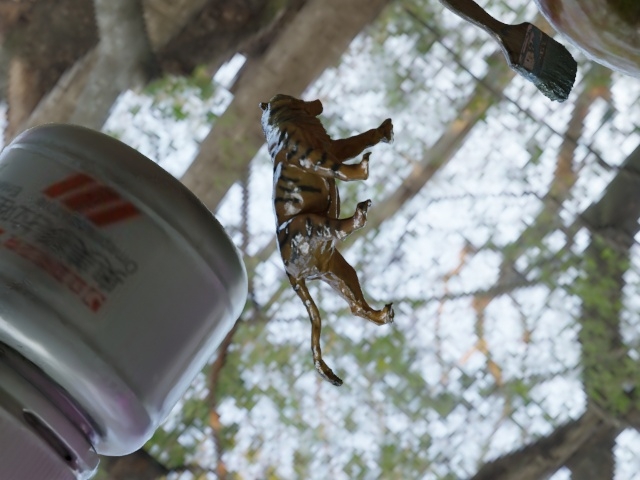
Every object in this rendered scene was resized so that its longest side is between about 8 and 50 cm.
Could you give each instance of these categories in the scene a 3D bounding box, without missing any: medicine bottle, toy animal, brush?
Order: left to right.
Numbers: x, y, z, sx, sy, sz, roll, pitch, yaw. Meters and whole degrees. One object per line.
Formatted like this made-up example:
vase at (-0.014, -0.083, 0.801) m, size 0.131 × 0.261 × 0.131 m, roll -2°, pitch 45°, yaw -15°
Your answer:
medicine bottle at (-0.244, 0.088, 1.272) m, size 0.256 × 0.256 × 0.325 m, roll 38°, pitch -112°, yaw -2°
toy animal at (-0.002, -0.002, 1.275) m, size 0.116 × 0.255 × 0.114 m, roll -1°, pitch 178°, yaw 16°
brush at (0.186, -0.214, 1.541) m, size 0.196 × 0.021 × 0.070 m, roll 31°, pitch -122°, yaw -18°

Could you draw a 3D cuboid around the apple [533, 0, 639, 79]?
apple at (0.227, -0.225, 0.898) m, size 0.257 × 0.257 × 0.234 m, roll 38°, pitch -129°, yaw -2°
